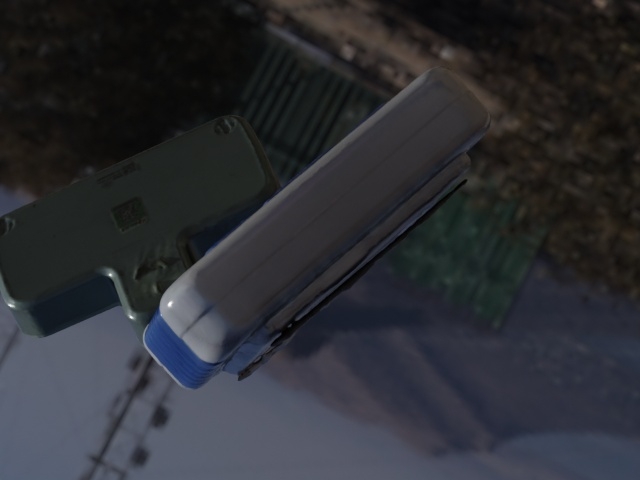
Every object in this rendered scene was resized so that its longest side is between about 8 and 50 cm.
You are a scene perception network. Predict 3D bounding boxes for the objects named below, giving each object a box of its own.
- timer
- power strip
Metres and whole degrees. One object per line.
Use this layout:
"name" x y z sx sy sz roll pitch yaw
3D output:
"timer" 0.000 0.000 1.233 0.078 0.253 0.178 48 165 3
"power strip" -0.153 0.010 1.632 0.059 0.265 0.194 68 177 -48
